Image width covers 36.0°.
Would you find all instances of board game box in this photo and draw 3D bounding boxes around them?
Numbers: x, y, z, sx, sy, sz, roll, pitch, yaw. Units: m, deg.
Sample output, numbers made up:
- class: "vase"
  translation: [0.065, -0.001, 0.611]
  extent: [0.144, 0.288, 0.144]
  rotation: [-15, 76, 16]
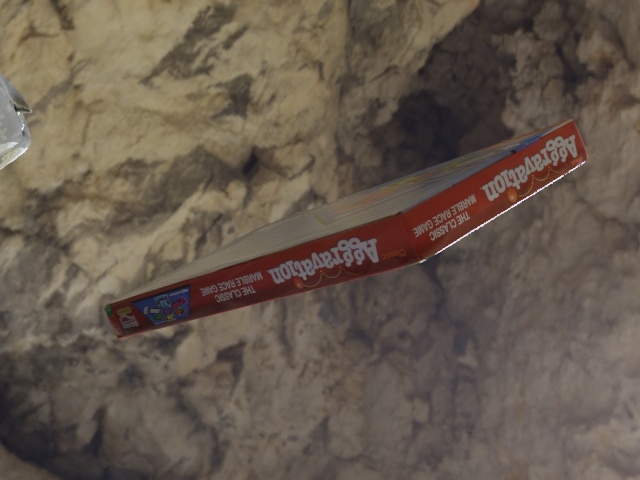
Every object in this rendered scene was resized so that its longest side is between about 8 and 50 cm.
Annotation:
- class: "board game box"
  translation: [0.000, 0.000, 0.568]
  extent: [0.281, 0.145, 0.027]
  rotation: [-17, -80, 50]

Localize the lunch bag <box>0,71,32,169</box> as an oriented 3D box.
- class: "lunch bag"
  translation: [-0.404, -0.122, 0.789]
  extent: [0.287, 0.169, 0.235]
  rotation: [-25, -44, -7]
